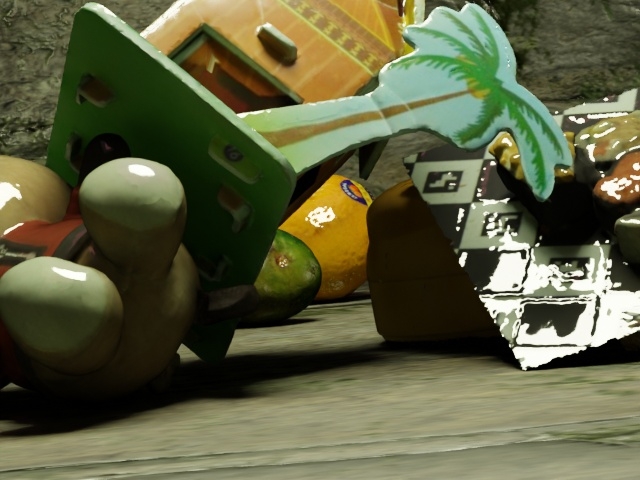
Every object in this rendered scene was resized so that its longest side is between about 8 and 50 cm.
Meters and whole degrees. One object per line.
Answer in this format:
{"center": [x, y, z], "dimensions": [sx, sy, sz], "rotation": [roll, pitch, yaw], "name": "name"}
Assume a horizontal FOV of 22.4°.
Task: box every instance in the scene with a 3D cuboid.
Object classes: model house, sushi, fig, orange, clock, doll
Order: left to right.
{"center": [-0.207, 0.030, 1.136], "dimensions": [0.330, 0.235, 0.174], "rotation": [7, -33, 42], "name": "doll"}
{"center": [-0.078, 0.046, 1.769], "dimensions": [0.117, 0.117, 0.177], "rotation": [-5, -9, -28], "name": "fig"}
{"center": [-0.002, -0.003, 2.070], "dimensions": [0.178, 0.155, 0.177], "rotation": [-5, 39, 4], "name": "orange"}
{"center": [0.009, -0.080, 1.279], "dimensions": [0.323, 0.340, 0.300], "rotation": [-46, -11, -32], "name": "model house"}
{"center": [0.192, -0.005, 1.397], "dimensions": [0.317, 0.200, 0.244], "rotation": [-13, -1, -6], "name": "clock"}
{"center": [0.230, -0.055, 1.209], "dimensions": [0.294, 0.059, 0.292], "rotation": [-19, 36, -2], "name": "sushi"}

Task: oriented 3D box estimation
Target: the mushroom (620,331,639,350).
{"center": [0.310, 0.069, 1.037], "dimensions": [0.286, 0.028, 0.026], "rotation": [-2, -40, 48], "name": "mushroom"}
